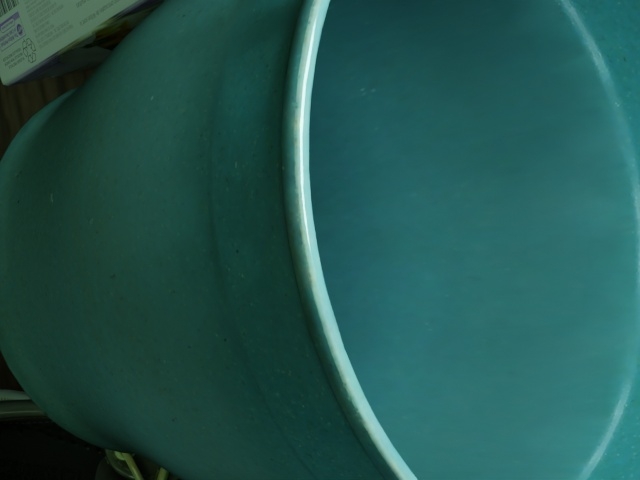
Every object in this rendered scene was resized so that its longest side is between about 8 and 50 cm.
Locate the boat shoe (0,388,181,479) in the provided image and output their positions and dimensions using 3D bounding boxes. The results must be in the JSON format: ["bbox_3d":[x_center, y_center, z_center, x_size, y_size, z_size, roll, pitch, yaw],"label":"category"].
[{"bbox_3d":[-0.100,0.133,0.786,0.305,0.091,0.109,1,94,23],"label":"boat shoe"}]

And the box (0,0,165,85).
[{"bbox_3d":[-0.063,-0.145,0.682,0.324,0.063,0.067,-18,91,53],"label":"box"}]

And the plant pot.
[{"bbox_3d":[0.000,0.000,0.640,0.255,0.272,0.271,-10,92,44],"label":"plant pot"}]
